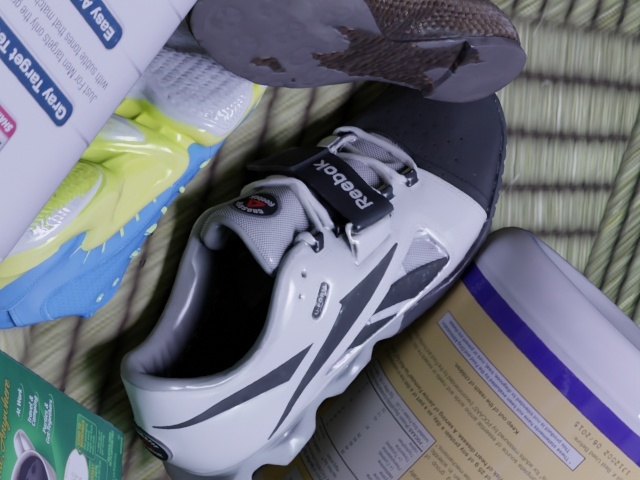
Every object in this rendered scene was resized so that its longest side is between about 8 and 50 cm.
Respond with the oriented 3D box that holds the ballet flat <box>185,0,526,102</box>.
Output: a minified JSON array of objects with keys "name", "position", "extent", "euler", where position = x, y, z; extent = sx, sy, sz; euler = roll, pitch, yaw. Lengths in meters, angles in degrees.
[{"name":"ballet flat","position":[0.020,-0.124,1.043],"extent":[0.250,0.058,0.084],"euler":[4,143,-44]}]

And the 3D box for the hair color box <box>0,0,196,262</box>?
[{"name":"hair color box","position":[-0.121,-0.183,0.895],"extent":[0.347,0.105,0.174],"euler":[-56,146,-15]}]

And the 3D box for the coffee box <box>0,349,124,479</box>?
[{"name":"coffee box","position":[-0.171,0.131,1.050],"extent":[0.184,0.040,0.113],"euler":[45,41,-57]}]

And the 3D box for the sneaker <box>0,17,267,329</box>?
[{"name":"sneaker","position":[-0.118,-0.036,1.038],"extent":[0.240,0.091,0.126],"euler":[-37,156,-37]}]

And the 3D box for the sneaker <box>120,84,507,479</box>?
[{"name":"sneaker","position":[0.000,0.000,1.171],"extent":[0.330,0.122,0.146],"euler":[-54,148,-17]}]

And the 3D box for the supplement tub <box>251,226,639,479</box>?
[{"name":"supplement tub","position":[0.096,0.182,1.261],"extent":[0.331,0.241,0.241],"euler":[-46,148,8]}]
